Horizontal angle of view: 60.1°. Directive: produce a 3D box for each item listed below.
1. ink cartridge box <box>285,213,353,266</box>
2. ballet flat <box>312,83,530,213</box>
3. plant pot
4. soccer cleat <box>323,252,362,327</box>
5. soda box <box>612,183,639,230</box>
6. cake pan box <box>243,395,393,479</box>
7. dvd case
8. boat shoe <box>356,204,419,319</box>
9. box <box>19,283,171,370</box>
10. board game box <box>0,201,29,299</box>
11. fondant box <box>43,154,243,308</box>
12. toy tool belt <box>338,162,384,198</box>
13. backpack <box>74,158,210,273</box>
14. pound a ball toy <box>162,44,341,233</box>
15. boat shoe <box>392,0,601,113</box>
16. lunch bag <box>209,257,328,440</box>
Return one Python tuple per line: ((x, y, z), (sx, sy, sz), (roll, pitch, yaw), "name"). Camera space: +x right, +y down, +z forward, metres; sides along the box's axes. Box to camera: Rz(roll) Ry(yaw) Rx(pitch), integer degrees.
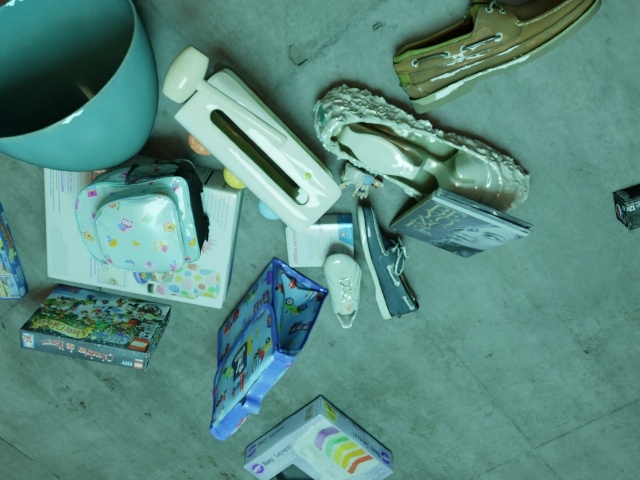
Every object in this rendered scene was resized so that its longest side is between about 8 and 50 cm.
((0.000, 0.000, 1.032), (0.122, 0.052, 0.089), (-2, 116, 2), "ink cartridge box")
((0.170, -0.120, 0.921), (0.408, 0.147, 0.147), (21, 116, -9), "ballet flat")
((-0.366, -0.218, 0.843), (0.290, 0.290, 0.195), (-10, 153, 8), "plant pot")
((0.046, 0.093, 1.024), (0.068, 0.076, 0.196), (-4, 146, 7), "soccer cleat")
((0.609, -0.077, 0.964), (0.168, 0.053, 0.060), (-18, 115, 12), "soda box")
((-0.009, 0.511, 1.284), (0.266, 0.070, 0.246), (-39, 107, 21), "cake pan box")
((0.228, -0.022, 0.941), (0.164, 0.221, 0.018), (21, 74, -8), "dvd case")
((0.126, 0.041, 1.023), (0.079, 0.095, 0.255), (-13, 117, 11), "boat shoe")
((-0.428, 0.165, 1.076), (0.232, 0.159, 0.044), (11, 117, -4), "box")
((-0.671, 0.024, 1.085), (0.136, 0.035, 0.201), (0, 117, 3), "board game box")
((-0.319, -0.025, 1.011), (0.330, 0.096, 0.239), (11, 116, -2), "fondant box")
((0.068, -0.099, 0.978), (0.083, 0.052, 0.051), (20, 109, -38), "toy tool belt")
((-0.288, -0.033, 0.877), (0.188, 0.144, 0.166), (-1, 120, 6), "backpack")
((-0.118, -0.143, 0.870), (0.136, 0.208, 0.319), (-44, 108, 9), "pound a ball toy")
((0.257, -0.310, 0.831), (0.307, 0.111, 0.104), (-28, 113, 15), "boat shoe")
((-0.104, 0.210, 1.008), (0.138, 0.293, 0.221), (33, 113, -14), "lunch bag")
